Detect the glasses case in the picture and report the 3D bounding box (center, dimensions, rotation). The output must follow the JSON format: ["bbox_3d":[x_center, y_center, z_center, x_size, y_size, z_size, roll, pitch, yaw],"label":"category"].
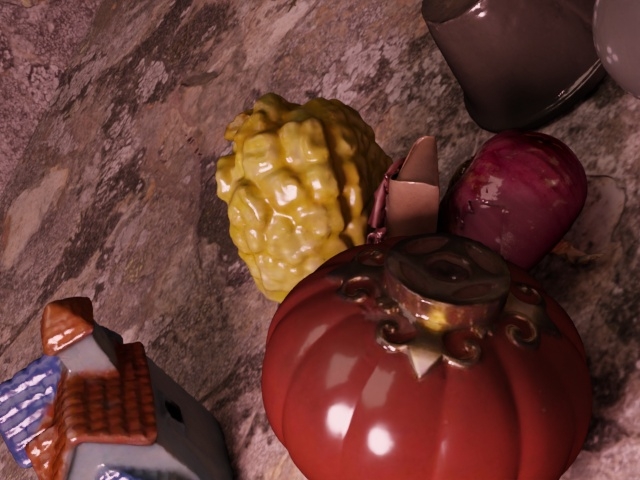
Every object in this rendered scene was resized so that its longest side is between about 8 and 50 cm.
[{"bbox_3d":[0.084,-0.025,1.163,0.193,0.070,0.102,89,-177,-47],"label":"glasses case"}]

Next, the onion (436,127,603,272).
[{"bbox_3d":[0.201,-0.032,1.160,0.177,0.153,0.177,-38,26,23],"label":"onion"}]

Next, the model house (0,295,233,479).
[{"bbox_3d":[-0.291,0.246,1.380,0.252,0.329,0.295,-29,34,3],"label":"model house"}]

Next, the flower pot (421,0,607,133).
[{"bbox_3d":[0.231,-0.279,1.341,0.269,0.166,0.269,-36,37,33],"label":"flower pot"}]

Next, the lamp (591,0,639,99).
[{"bbox_3d":[0.395,-0.209,1.018,0.314,0.182,0.182,11,70,55],"label":"lamp"}]

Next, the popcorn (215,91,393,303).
[{"bbox_3d":[-0.006,-0.032,1.256,0.174,0.286,0.225,-4,72,19],"label":"popcorn"}]

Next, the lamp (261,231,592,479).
[{"bbox_3d":[0.096,0.127,1.014,0.303,0.303,0.257,-109,24,-55],"label":"lamp"}]
